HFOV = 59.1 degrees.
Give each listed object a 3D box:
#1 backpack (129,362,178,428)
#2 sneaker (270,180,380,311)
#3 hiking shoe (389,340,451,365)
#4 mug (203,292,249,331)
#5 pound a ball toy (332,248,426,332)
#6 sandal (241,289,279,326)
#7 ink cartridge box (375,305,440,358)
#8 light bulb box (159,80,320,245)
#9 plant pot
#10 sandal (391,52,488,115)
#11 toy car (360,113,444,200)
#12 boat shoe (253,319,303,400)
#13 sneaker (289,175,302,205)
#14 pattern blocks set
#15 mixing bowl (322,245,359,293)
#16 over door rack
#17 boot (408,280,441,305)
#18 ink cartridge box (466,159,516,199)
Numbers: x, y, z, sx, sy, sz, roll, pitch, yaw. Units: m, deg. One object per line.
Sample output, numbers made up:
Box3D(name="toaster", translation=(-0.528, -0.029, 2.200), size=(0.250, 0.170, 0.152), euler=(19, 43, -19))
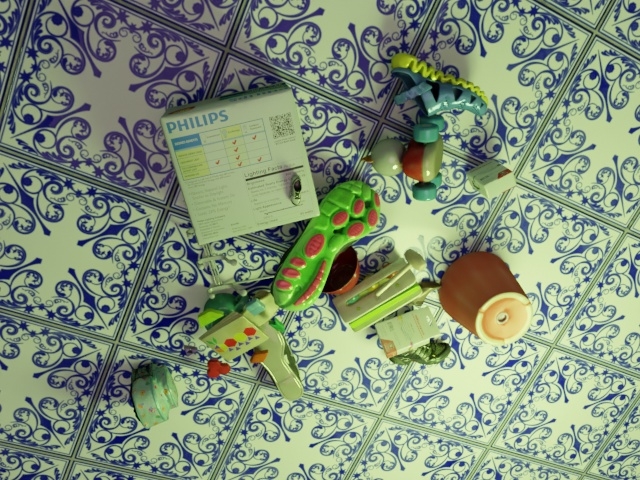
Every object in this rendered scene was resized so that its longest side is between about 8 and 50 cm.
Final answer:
Box3D(name="backpack", translation=(-0.543, 0.508, 1.843), size=(0.144, 0.188, 0.165), euler=(-14, 112, -4))
Box3D(name="sneaker", translation=(0.000, 0.000, 1.709), size=(0.185, 0.202, 0.483), euler=(46, 70, -13))
Box3D(name="hiking shoe", translation=(0.354, 0.375, 1.998), size=(0.227, 0.086, 0.114), euler=(-6, 115, -6))
Box3D(name="mug", translation=(-0.311, 0.236, 1.824), size=(0.129, 0.097, 0.157), euler=(14, 109, -14))
Box3D(name="pound a ball toy", translation=(0.192, 0.144, 1.835), size=(0.319, 0.135, 0.208), euler=(-32, 149, 4))
Box3D(name="sandal", translation=(-0.176, 0.194, 1.847), size=(0.240, 0.079, 0.088), euler=(-41, 117, -12))
Box3D(name="ink cartridge box", translation=(0.300, 0.314, 1.943), size=(0.198, 0.115, 0.067), euler=(-20, 154, -1))
Box3D(name="light bulb box", translation=(-0.218, -0.224, 1.590), size=(0.358, 0.225, 0.361), euler=(-14, 113, -4))
Box3D(name="plant pot", translation=(0.559, 0.205, 1.881), size=(0.275, 0.243, 0.275), euler=(-3, 111, -8))
Box3D(name="sandal", translation=(0.336, -0.424, 1.654), size=(0.317, 0.126, 0.138), euler=(19, 92, -7))
Box3D(name="toy car", translation=(0.242, -0.256, 1.706), size=(0.238, 0.210, 0.219), euler=(6, 117, 18))
Box3D(name="boat shoe", translation=(-0.152, 0.394, 1.929), size=(0.112, 0.095, 0.335), euler=(-23, 108, -1))
Box3D(name="sneaker", translation=(-0.066, -0.130, 1.513), size=(0.032, 0.037, 0.083), euler=(-4, 113, -11))
Box3D(name="pattern blocks set", translation=(-0.277, 0.306, 1.788), size=(0.325, 0.026, 0.285), euler=(-24, 127, 12))
Box3D(name="mixing bowl", translation=(0.057, 0.102, 1.812), size=(0.181, 0.181, 0.098), euler=(-38, 140, 6))
Box3D(name="over door rack", translation=(-0.228, 0.039, 1.757), size=(0.324, 0.108, 0.239), euler=(-15, 114, -4))
Box3D(name="boot", translation=(0.354, 0.187, 1.953), size=(0.118, 0.042, 0.087), euler=(1, 117, -9))
Box3D(name="ink cartridge box", translation=(0.536, -0.193, 1.779), size=(0.099, 0.135, 0.056), euler=(-27, 116, 2))
